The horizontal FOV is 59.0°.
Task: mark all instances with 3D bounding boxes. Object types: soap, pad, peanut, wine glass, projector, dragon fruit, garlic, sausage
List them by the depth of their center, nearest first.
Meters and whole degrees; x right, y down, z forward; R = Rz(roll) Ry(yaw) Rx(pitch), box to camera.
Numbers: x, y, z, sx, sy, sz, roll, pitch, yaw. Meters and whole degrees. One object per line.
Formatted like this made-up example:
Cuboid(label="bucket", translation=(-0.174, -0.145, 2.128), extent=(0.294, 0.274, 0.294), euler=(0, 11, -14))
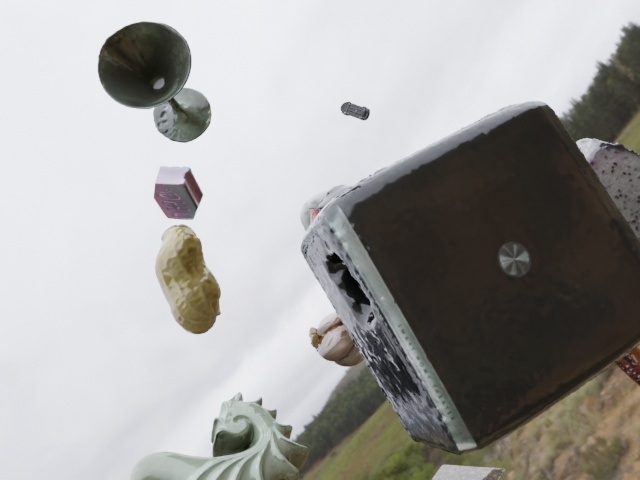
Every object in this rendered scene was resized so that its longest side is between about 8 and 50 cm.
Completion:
Cuboid(label="projector", translation=(0.237, 0.049, 0.864), extent=(0.405, 0.395, 0.242), euler=(-29, -7, -16))
Cuboid(label="dragon fruit", translation=(0.619, -0.069, 1.150), extent=(0.204, 0.283, 0.221), euler=(-33, -39, -81))
Cuboid(label="pad", translation=(0.279, 0.548, 1.198), extent=(0.158, 0.003, 0.235), euler=(-15, 6, 40))
Cuboid(label="sausage", translation=(0.000, 0.000, 1.231), extent=(0.048, 0.145, 0.050), euler=(-1, -6, -12))
Cuboid(label="soap", translation=(-0.324, -0.103, 1.281), extent=(0.149, 0.100, 0.056), euler=(77, -160, -57))
Cuboid(label="peanut", translation=(-0.411, 0.124, 1.729), extent=(0.158, 0.339, 0.174), euler=(-29, 6, -42))
Cuboid(label="wine glass", translation=(-0.482, -0.460, 1.763), extent=(0.267, 0.267, 0.406), euler=(-40, -9, -4))
Cuboid(label="garlic", translation=(0.088, 0.328, 1.811), extent=(0.214, 0.160, 0.191), euler=(33, -46, -31))

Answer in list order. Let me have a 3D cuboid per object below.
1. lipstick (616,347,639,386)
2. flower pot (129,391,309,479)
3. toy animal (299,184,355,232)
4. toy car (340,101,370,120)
Cuboid(label="lipstick", translation=(0.677, 0.238, 1.316), extent=(0.077, 0.418, 0.077), euler=(-38, -23, -19))
Cuboid(label="flower pot", translation=(-0.223, 0.533, 1.297), extent=(0.368, 0.254, 0.164), euler=(-28, -32, -40))
Cuboid(label="toy animal", translation=(0.052, -0.040, 1.468), extent=(0.213, 0.212, 0.267), euler=(-34, 7, -25))
Cuboid(label="toy car", translation=(0.105, -0.391, 1.709), extent=(0.041, 0.093, 0.025), euler=(-68, -19, 0))
